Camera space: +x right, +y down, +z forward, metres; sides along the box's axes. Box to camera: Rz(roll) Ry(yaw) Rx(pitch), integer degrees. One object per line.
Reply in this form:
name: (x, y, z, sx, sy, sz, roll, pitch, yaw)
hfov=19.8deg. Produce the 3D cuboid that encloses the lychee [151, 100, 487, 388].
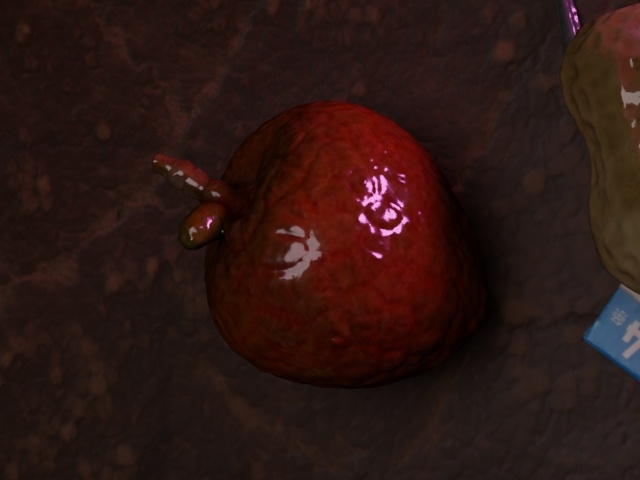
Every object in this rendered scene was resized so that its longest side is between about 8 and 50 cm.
lychee: (0.000, 0.000, 1.553, 0.255, 0.300, 0.255, -44, 26, 29)

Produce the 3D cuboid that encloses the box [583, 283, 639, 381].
box: (0.391, 0.051, 1.465, 0.273, 0.048, 0.265, 37, 100, 25)

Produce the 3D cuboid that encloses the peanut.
peanut: (0.273, -0.052, 1.433, 0.159, 0.143, 0.291, -27, 68, 11)

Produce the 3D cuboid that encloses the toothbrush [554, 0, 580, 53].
toothbrush: (0.223, -0.150, 1.586, 0.030, 0.030, 0.297, -29, 71, 48)
